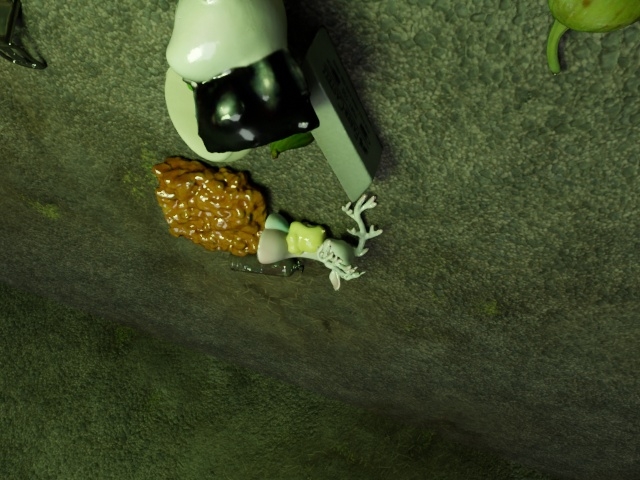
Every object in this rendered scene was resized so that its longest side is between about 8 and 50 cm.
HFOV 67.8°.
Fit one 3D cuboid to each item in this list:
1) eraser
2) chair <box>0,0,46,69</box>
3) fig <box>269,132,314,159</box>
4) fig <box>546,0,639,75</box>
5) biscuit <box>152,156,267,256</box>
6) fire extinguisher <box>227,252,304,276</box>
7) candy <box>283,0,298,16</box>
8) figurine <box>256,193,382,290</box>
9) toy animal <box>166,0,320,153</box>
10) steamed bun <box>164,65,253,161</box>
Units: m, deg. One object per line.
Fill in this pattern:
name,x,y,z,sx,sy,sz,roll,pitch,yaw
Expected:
eraser,0.039,-0.238,0.960,0.077,0.111,0.352,-7,136,30
chair,-0.708,-0.475,1.052,0.106,0.113,0.229,15,-178,4
fig,-0.064,-0.228,0.972,0.117,0.177,0.117,12,128,16
fig,0.380,-0.333,0.689,0.149,0.149,0.245,20,164,1
biscuit,-0.295,-0.081,1.337,0.318,0.111,0.312,12,143,11
fire extinguisher,-0.165,0.075,1.499,0.267,0.089,0.072,5,98,21
candy,-0.147,-0.477,0.731,0.088,0.061,0.312,-3,150,30
figurine,-0.002,0.014,1.252,0.315,0.207,0.284,8,154,9
toy animal,-0.137,-0.281,0.767,0.212,0.212,0.267,-8,113,34
steamed bun,-0.200,-0.283,0.980,0.231,0.145,0.232,25,134,29
